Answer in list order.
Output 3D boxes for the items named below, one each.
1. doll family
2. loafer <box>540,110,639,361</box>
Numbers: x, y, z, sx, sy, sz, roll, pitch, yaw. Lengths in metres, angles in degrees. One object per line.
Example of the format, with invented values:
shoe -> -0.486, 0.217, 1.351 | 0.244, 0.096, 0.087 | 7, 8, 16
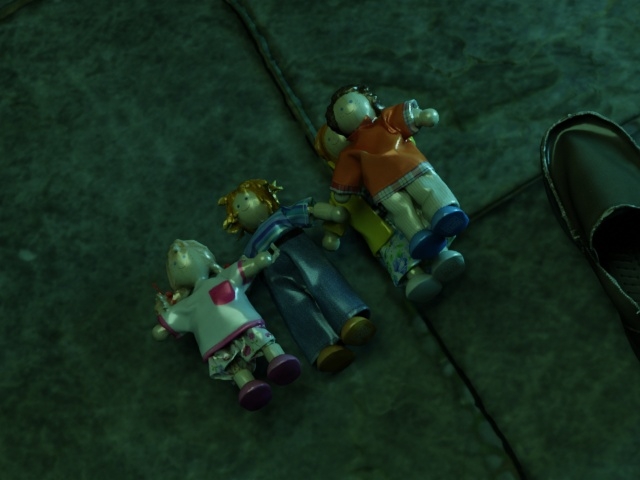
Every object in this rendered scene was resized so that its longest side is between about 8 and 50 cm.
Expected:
doll family -> 0.000, 0.000, 1.370 | 0.263, 0.118, 0.163 | -41, 61, 14
loafer -> 0.214, -0.013, 1.307 | 0.080, 0.078, 0.220 | -27, 56, 2
